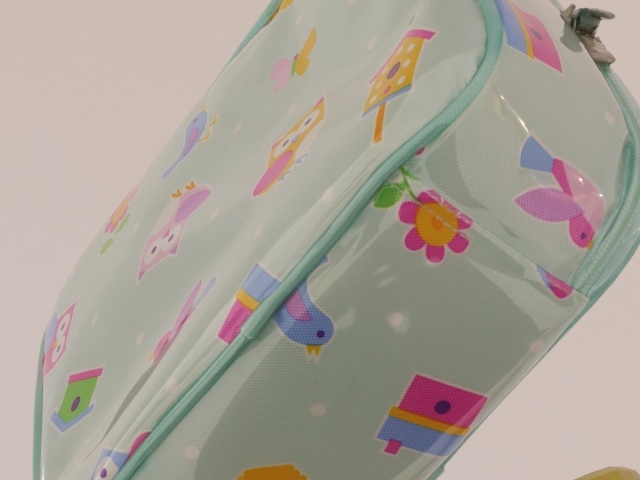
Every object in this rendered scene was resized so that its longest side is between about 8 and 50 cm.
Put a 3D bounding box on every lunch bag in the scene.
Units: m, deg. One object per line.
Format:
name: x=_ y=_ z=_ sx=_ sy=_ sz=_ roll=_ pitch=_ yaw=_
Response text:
lunch bag: x=0.000 y=0.000 z=0.653 sx=0.108 sy=0.224 sz=0.279 roll=33 pitch=-71 yaw=-23

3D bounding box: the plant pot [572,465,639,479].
plant pot: x=0.056 y=0.219 z=0.401 sx=0.212 sy=0.212 sz=0.187 roll=-33 pitch=-130 yaw=6
